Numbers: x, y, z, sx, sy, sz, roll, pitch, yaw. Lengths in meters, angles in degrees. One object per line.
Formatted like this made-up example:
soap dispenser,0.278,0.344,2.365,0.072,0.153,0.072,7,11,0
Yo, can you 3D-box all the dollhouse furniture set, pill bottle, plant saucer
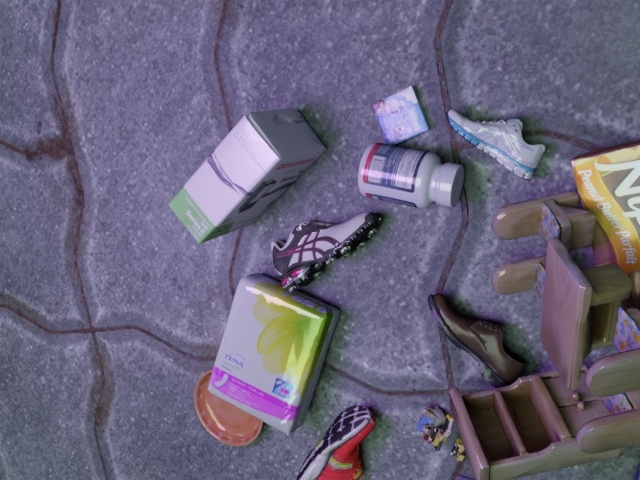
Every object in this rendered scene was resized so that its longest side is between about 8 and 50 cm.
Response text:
dollhouse furniture set,0.350,0.190,1.105,0.256,0.362,0.394,-12,128,-2
pill bottle,0.171,-0.118,1.296,0.180,0.108,0.108,15,109,24
plant saucer,-0.216,0.399,1.668,0.200,0.037,0.200,7,106,27

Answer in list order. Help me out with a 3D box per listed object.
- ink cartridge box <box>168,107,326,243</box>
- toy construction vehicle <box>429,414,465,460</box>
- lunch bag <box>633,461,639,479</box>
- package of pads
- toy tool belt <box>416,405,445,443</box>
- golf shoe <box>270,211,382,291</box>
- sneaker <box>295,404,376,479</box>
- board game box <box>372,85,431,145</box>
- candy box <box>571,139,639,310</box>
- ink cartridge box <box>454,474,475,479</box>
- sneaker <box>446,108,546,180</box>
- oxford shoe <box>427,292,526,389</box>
ink cartridge box,-0.147,-0.134,1.408,0.273,0.198,0.115,-42,82,30
toy construction vehicle,0.272,0.399,1.390,0.085,0.035,0.098,17,107,-16
lunch bag,0.620,0.442,1.183,0.151,0.129,0.096,18,110,25
package of pads,-0.109,0.242,1.520,0.229,0.101,0.297,23,103,20
toy tool belt,0.219,0.380,1.422,0.052,0.051,0.083,47,125,54
golf shoe,0.000,0.000,1.422,0.273,0.105,0.120,-34,78,29
sneaker,0.055,0.474,1.525,0.118,0.107,0.279,33,120,-3
board game box,0.155,-0.238,1.325,0.090,0.020,0.090,-21,92,29
candy box,0.546,-0.008,1.135,0.182,0.087,0.317,-12,96,28
ink cartridge box,0.312,0.560,1.419,0.088,0.052,0.123,10,105,26
sneaker,0.316,-0.192,1.232,0.190,0.071,0.083,34,110,7
oxford shoe,0.301,0.175,1.324,0.227,0.083,0.096,45,106,6
